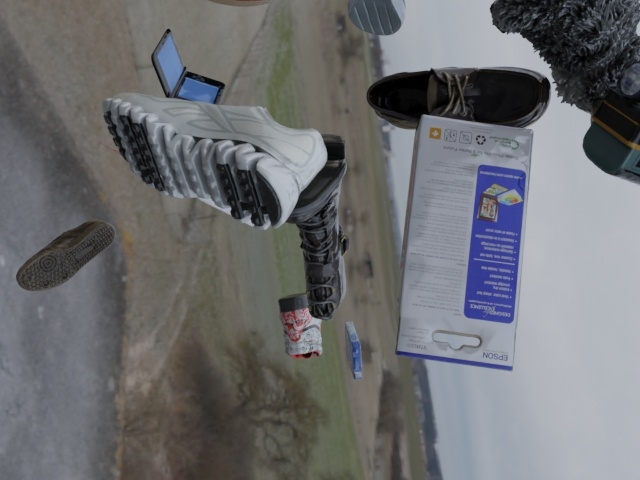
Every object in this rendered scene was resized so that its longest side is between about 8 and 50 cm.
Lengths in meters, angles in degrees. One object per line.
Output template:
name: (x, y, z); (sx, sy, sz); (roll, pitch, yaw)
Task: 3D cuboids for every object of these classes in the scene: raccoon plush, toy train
raccoon plush: (0.437, -0.311, 1.188); (0.299, 0.216, 0.446); (48, 6, -7)
toy train: (0.554, -0.161, 1.195); (0.190, 0.334, 0.142); (-63, -148, 25)

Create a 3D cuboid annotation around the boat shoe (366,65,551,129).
boat shoe: (0.240, -0.253, 1.460); (0.130, 0.355, 0.132); (-7, 97, -52)

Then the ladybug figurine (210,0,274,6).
ladybug figurine: (-0.209, -0.626, 1.487); (0.305, 0.449, 0.162); (-55, 178, 6)

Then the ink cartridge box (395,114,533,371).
ink cartridge box: (0.214, 0.001, 1.195); (0.069, 0.176, 0.371); (104, -6, -77)

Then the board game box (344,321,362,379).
board game box: (0.071, 0.238, 1.721); (0.090, 0.020, 0.090); (-108, -168, -60)

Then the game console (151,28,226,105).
game console: (-0.190, -0.244, 1.161); (0.122, 0.107, 0.071); (-85, -166, -55)

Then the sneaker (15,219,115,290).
sneaker: (-0.449, 0.025, 1.388); (0.071, 0.188, 0.066); (17, -48, 49)

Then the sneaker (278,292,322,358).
sneaker: (-0.034, 0.195, 1.839); (0.270, 0.090, 0.145); (2, 80, -79)

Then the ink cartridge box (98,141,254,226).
ink cartridge box: (-0.220, -0.109, 1.286); (0.056, 0.225, 0.181); (-59, 154, 1)

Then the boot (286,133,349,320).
boot: (0.000, 0.000, 1.013); (0.263, 0.091, 0.229); (-64, 152, -65)

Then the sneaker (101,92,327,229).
sneaker: (-0.123, -0.107, 0.883); (0.118, 0.292, 0.110); (-46, 145, -32)

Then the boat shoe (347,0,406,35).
boat shoe: (0.083, -0.349, 1.072); (0.226, 0.083, 0.075); (66, 39, -83)
